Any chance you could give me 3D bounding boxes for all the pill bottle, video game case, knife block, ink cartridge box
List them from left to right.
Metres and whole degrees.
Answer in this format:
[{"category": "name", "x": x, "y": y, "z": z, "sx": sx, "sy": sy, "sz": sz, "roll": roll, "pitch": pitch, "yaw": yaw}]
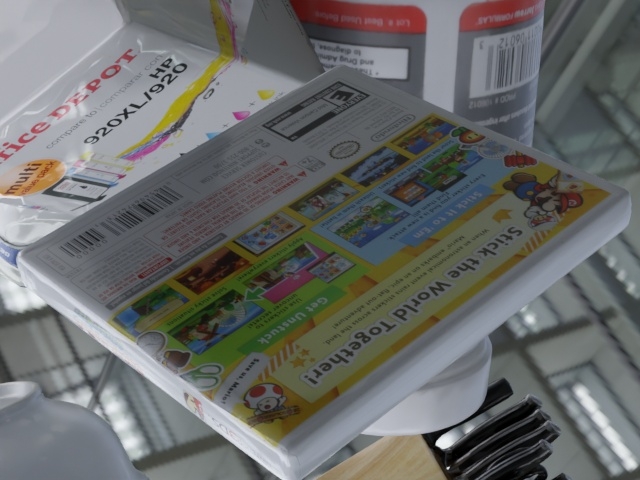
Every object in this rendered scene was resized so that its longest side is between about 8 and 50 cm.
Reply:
[{"category": "ink cartridge box", "x": -0.139, "y": -0.127, "z": 0.834, "sx": 0.233, "sy": 0.171, "sz": 0.168, "roll": 11, "pitch": -131, "yaw": -61}, {"category": "video game case", "x": 0.000, "y": 0.000, "z": 0.664, "sx": 0.227, "sy": 0.026, "sz": 0.206, "roll": -33, "pitch": -136, "yaw": -29}, {"category": "pill bottle", "x": 0.054, "y": -0.048, "z": 1.035, "sx": 0.210, "sy": 0.362, "sz": 0.210, "roll": 2, "pitch": -157, "yaw": -1}, {"category": "knife block", "x": 0.071, "y": 0.220, "z": 1.188, "sx": 0.276, "sy": 0.088, "sz": 0.242, "roll": 4, "pitch": -124, "yaw": 33}]

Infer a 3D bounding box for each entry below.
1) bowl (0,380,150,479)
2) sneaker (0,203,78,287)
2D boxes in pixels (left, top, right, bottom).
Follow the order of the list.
[{"category": "bowl", "x": -0.316, "y": 0.217, "z": 1.272, "sx": 0.298, "sy": 0.298, "sz": 0.134, "roll": -21, "pitch": -79, "yaw": -37}, {"category": "sneaker", "x": -0.148, "y": -0.029, "z": 1.139, "sx": 0.297, "sy": 0.131, "sz": 0.112, "roll": -2, "pitch": -150, "yaw": -41}]
